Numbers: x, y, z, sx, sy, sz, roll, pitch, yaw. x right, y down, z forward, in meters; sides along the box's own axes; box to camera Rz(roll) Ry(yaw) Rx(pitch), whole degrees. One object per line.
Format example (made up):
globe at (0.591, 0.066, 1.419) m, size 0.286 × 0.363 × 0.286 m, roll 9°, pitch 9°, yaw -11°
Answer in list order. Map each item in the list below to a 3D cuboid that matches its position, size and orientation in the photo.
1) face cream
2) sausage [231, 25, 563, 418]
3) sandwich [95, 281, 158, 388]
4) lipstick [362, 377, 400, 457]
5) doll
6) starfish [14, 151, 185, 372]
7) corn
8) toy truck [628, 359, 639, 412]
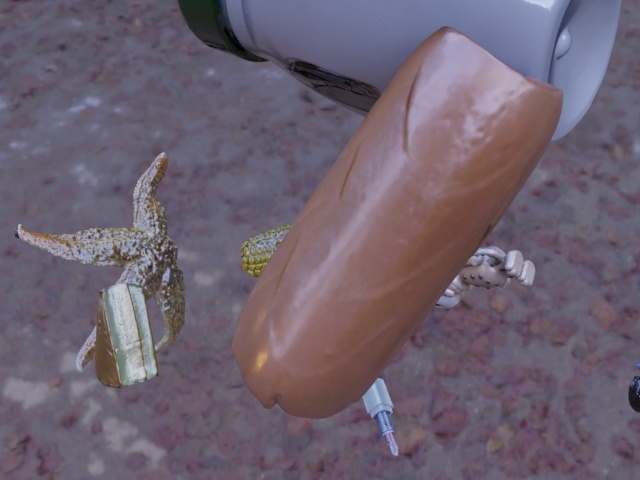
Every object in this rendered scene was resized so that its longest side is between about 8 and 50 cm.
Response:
face cream at (0.068, -0.222, 0.827) m, size 0.357 × 0.312 × 0.219 m, roll 26°, pitch 89°, yaw 26°
sausage at (0.046, -0.004, 0.664) m, size 0.121 × 0.304 × 0.121 m, roll 32°, pitch 13°, yaw -8°
sandwich at (-0.333, 0.151, 1.521) m, size 0.079 × 0.163 × 0.113 m, roll -14°, pitch 5°, yaw -34°
lipstick at (0.076, 0.213, 1.109) m, size 0.025 × 0.025 × 0.107 m, roll 22°, pitch 35°, yaw -38°
doll at (0.288, 0.061, 1.852) m, size 0.278 × 0.154 × 0.119 m, roll -13°, pitch 53°, yaw 51°
starfish at (-0.379, 0.051, 1.801) m, size 0.132 × 0.398 × 0.384 m, roll -6°, pitch 10°, yaw 44°
corn at (0.000, 0.000, 1.794) m, size 0.318 × 0.115 × 0.115 m, roll -19°, pitch 44°, yaw 1°
toy truck at (0.621, 0.225, 1.527) m, size 0.161 × 0.213 × 0.177 m, roll -2°, pitch 63°, yaw 47°
